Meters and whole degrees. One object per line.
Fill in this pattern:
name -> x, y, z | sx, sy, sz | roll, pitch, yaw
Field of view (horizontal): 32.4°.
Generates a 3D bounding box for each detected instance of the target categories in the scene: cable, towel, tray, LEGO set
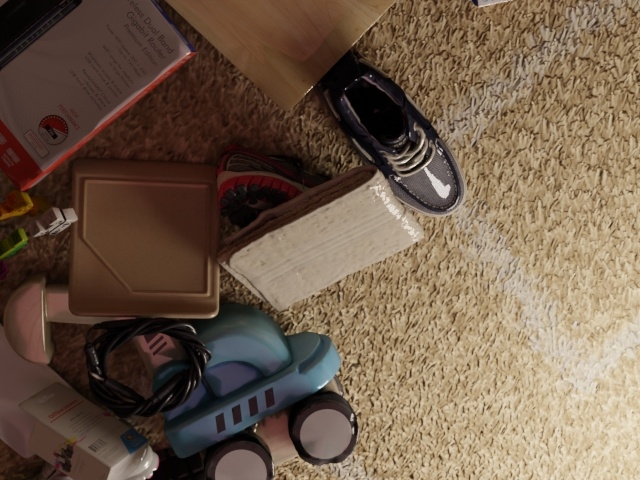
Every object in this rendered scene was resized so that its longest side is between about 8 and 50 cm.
cable -> -0.248, 0.184, 1.599 | 0.184, 0.047, 0.151 | -4, 98, -1
towel -> 0.000, 0.000, 1.652 | 0.282, 0.049, 0.187 | -26, 141, 15
tray -> -0.505, 0.215, 1.732 | 0.145, 0.030, 0.270 | -40, 114, 4
LEGO set -> -0.442, -0.019, 1.620 | 0.227, 0.093, 0.087 | -31, 80, 29

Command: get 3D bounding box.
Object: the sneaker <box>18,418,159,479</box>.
sneaker -> -0.397, 0.360, 1.784 | 0.252, 0.103, 0.111 | -21, 111, -11

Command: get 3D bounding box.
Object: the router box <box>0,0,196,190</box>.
router box -> -0.387, -0.290, 1.472 | 0.301, 0.082, 0.335 | -39, 97, 5

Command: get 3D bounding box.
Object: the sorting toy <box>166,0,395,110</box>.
sorting toy -> -0.057, -0.366, 1.563 | 0.255, 0.089, 0.257 | -45, 114, 8

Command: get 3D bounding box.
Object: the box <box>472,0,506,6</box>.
box -> 0.279, -0.402, 1.659 | 0.136, 0.028, 0.081 | -15, 114, -9

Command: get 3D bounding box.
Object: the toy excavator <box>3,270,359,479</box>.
toy excavator -> -0.209, 0.185, 1.716 | 0.432, 0.222, 0.445 | -26, 101, 0

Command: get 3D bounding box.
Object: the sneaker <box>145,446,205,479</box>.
sneaker -> -0.284, 0.432, 1.850 | 0.267, 0.101, 0.106 | -24, 137, -3

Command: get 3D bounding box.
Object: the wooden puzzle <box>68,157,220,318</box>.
wooden puzzle -> -0.260, -0.002, 1.642 | 0.220, 0.044, 0.239 | 2, 80, -13

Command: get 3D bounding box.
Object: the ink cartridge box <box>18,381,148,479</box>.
ink cartridge box -> -0.370, 0.301, 1.685 | 0.181, 0.104, 0.062 | 30, 115, 15

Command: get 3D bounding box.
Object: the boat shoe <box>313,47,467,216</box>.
boat shoe -> 0.117, -0.140, 1.656 | 0.127, 0.158, 0.340 | -43, 114, 7

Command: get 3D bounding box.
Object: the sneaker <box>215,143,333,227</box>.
sneaker -> -0.020, -0.070, 1.687 | 0.299, 0.112, 0.121 | 18, 132, -32
